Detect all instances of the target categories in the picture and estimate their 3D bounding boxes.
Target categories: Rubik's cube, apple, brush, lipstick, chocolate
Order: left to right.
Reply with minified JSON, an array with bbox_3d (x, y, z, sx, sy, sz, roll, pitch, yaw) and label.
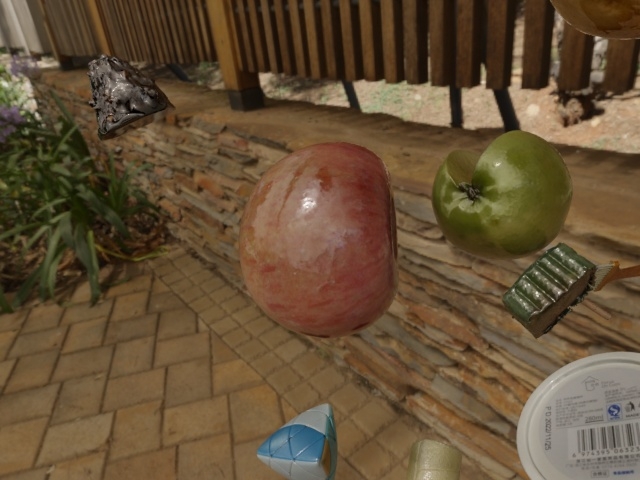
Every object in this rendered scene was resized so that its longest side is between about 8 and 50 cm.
[{"bbox_3d":[-0.358,-0.265,0.844,0.156,0.133,0.156,-25,15,7],"label":"chocolate"},{"bbox_3d":[-0.008,0.561,1.311,0.254,0.254,0.254,-6,27,3],"label":"Rubik's cube"},{"bbox_3d":[0.000,0.000,0.847,0.269,0.344,0.345,-5,26,13],"label":"apple"},{"bbox_3d":[0.387,-0.099,1.035,0.254,0.292,0.292,-3,18,-42],"label":"apple"},{"bbox_3d":[0.734,0.181,1.269,0.094,0.019,0.019,34,34,1],"label":"lipstick"},{"bbox_3d":[0.747,0.079,1.161,0.314,0.090,0.017,-5,39,-28],"label":"brush"}]

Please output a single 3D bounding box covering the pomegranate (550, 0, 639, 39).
[{"bbox_3d":[0.485,-0.481,0.683,0.338,0.338,0.338,-6,27,3],"label":"pomegranate"}]

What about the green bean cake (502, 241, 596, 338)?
[{"bbox_3d":[0.466,0.104,0.971,0.173,0.181,0.094,-47,55,7],"label":"green bean cake"}]

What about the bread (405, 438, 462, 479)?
[{"bbox_3d":[0.303,0.625,1.272,0.134,0.148,0.141,15,60,6],"label":"bread"}]

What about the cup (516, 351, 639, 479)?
[{"bbox_3d":[0.269,0.237,0.406,0.241,0.226,0.185,-36,16,17],"label":"cup"}]
